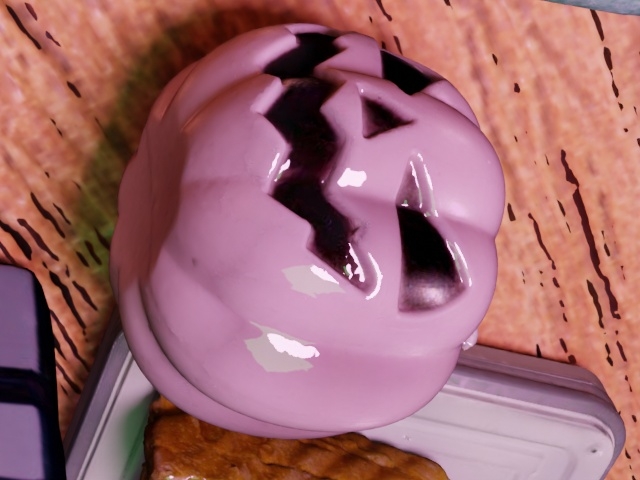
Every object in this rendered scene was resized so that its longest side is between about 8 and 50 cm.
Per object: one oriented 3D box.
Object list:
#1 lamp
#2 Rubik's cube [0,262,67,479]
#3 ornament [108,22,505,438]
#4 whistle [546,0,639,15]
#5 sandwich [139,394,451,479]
[{"bbox_3d":[-0.011,0.154,0.980,0.269,0.047,0.266,13,122,-18],"label":"lamp"},{"bbox_3d":[-0.268,0.177,0.806,0.283,0.293,0.288,9,123,-19],"label":"Rubik's cube"},{"bbox_3d":[0.000,-0.001,0.807,0.177,0.177,0.177,-5,124,-8],"label":"ornament"},{"bbox_3d":[0.070,-0.125,0.818,0.186,0.039,0.039,7,121,-16],"label":"whistle"},{"bbox_3d":[-0.040,0.184,0.927,0.186,0.065,0.214,20,120,-22],"label":"sandwich"}]
